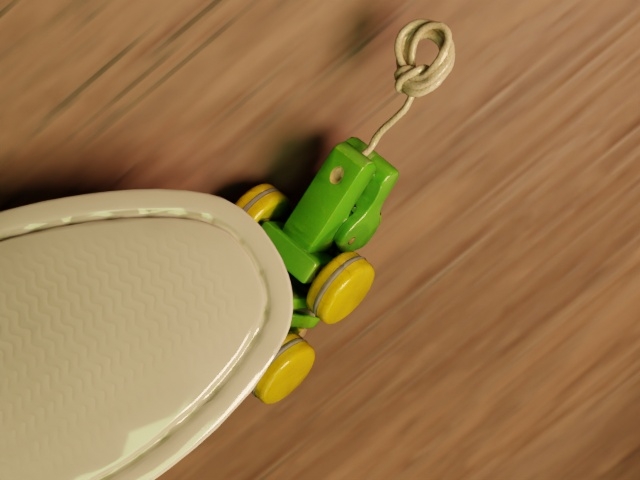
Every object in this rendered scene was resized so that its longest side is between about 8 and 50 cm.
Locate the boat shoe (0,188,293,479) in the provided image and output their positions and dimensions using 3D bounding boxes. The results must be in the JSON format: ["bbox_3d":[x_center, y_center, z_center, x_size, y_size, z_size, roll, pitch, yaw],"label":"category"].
[{"bbox_3d":[-0.150,0.076,0.448,0.302,0.091,0.114,-23,79,-3],"label":"boat shoe"}]

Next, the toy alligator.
[{"bbox_3d":[0.000,0.000,0.479,0.190,0.056,0.051,-54,158,10],"label":"toy alligator"}]
